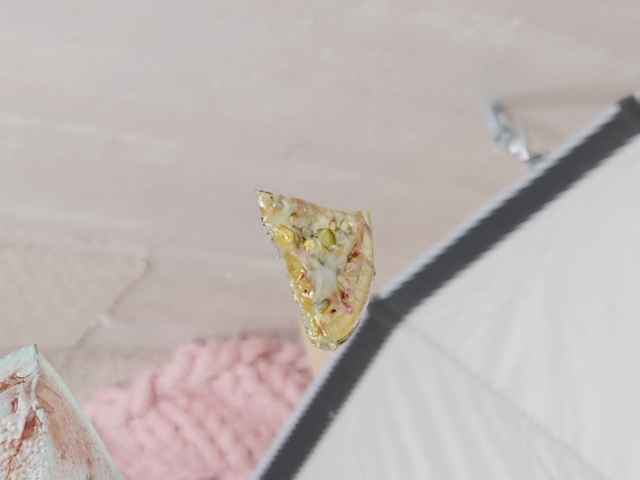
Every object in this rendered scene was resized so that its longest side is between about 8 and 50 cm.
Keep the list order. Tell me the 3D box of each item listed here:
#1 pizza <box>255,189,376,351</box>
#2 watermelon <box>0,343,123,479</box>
[{"bbox_3d":[0.000,0.000,1.620,0.036,0.185,0.176,-18,118,32],"label":"pizza"},{"bbox_3d":[-0.375,0.307,2.120,0.213,0.201,0.262,-35,120,-1],"label":"watermelon"}]
